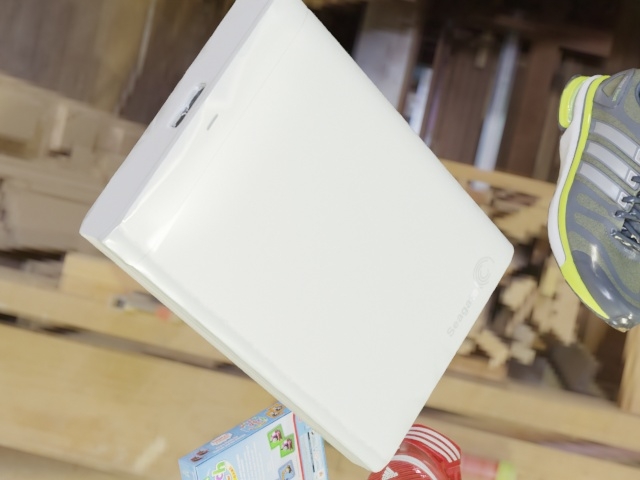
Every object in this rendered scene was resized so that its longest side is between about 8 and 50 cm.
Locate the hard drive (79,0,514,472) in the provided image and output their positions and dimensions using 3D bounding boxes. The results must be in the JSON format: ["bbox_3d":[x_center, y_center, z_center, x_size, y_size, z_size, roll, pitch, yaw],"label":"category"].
[{"bbox_3d":[0.000,0.000,0.986,0.307,0.040,0.203,45,72,-39],"label":"hard drive"}]

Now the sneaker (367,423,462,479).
[{"bbox_3d":[0.120,0.251,1.231,0.221,0.087,0.128,67,22,-15],"label":"sneaker"}]

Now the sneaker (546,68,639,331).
[{"bbox_3d":[0.299,-0.054,1.419,0.121,0.111,0.300,-22,-129,40],"label":"sneaker"}]

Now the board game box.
[{"bbox_3d":[-0.080,0.308,1.865,0.211,0.039,0.160,-26,118,-39],"label":"board game box"}]
